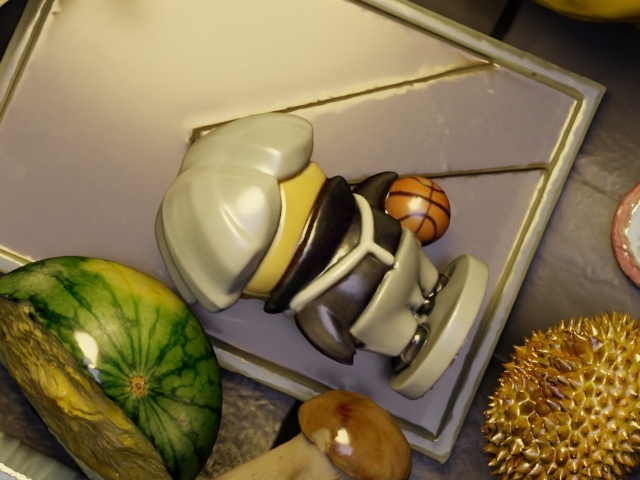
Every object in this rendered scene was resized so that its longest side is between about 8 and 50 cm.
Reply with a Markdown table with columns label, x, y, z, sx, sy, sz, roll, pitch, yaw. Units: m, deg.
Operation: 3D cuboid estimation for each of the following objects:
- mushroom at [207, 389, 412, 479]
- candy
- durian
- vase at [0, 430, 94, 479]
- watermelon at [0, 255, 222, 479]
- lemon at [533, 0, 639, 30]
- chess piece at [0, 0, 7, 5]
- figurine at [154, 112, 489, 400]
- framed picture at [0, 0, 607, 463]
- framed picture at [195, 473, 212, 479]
| label | x | y | z | sx | sy | sz | roll | pitch | yaw |
| --- | --- | --- | --- | --- | --- | --- | --- | --- | --- |
| mushroom | -0.080 | 0.244 | 1.378 | 0.350 | 0.128 | 0.128 | -42 | 91 | 4 |
| candy | 0.278 | -0.004 | 1.466 | 0.103 | 0.043 | 0.103 | 0 | 91 | -4 |
| durian | 0.192 | 0.130 | 1.405 | 0.137 | 0.158 | 0.168 | 29 | 90 | 13 |
| vase | -0.263 | 0.169 | 1.434 | 0.211 | 0.060 | 0.060 | 28 | 88 | -1 |
| watermelon | -0.150 | 0.089 | 1.370 | 0.204 | 0.232 | 0.127 | 46 | 69 | 0 |
| lemon | 0.228 | -0.322 | 1.333 | 0.348 | 0.348 | 0.348 | 0 | 89 | -2 |
| chess piece | -0.299 | -0.296 | 1.359 | 0.143 | 0.143 | 0.261 | -47 | 112 | -2 |
| figurine | 0.000 | 0.000 | 1.381 | 0.236 | 0.133 | 0.176 | 28 | 57 | -9 |
| framed picture | -0.041 | -0.060 | 1.462 | 0.446 | 0.028 | 0.326 | 24 | 88 | -2 |
| framed picture | -0.010 | 0.336 | 1.426 | 0.296 | 0.019 | 0.232 | 20 | 88 | 13 |
